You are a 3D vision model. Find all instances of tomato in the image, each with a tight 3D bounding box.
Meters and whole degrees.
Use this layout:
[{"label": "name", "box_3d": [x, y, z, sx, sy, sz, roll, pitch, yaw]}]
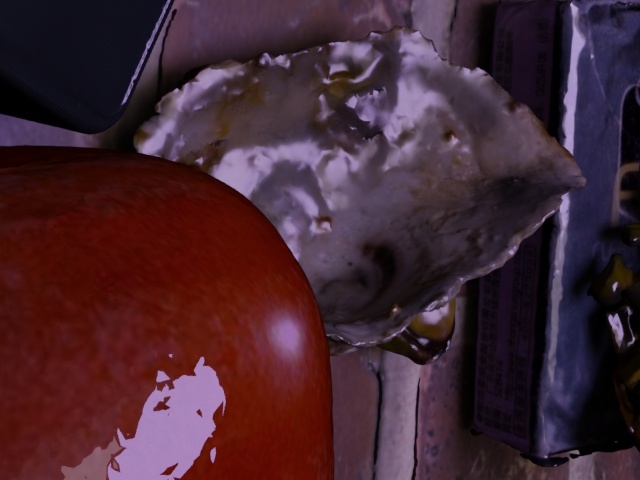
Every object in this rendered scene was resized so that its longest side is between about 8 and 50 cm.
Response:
[{"label": "tomato", "box_3d": [-0.153, 0.097, 0.487, 0.289, 0.325, 0.293, 1, 85, -54]}]

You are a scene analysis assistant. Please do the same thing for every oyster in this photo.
[{"label": "oyster", "box_3d": [-0.024, -0.014, 0.715, 0.396, 0.111, 0.204, -32, 85, -19]}]

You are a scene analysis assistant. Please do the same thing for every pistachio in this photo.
[{"label": "pistachio", "box_3d": [0.038, 0.017, 0.815, 0.089, 0.049, 0.173, -41, 111, -36]}]

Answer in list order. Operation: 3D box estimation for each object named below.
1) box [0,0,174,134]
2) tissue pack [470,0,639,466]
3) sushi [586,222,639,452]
[{"label": "box", "box_3d": [-0.154, -0.146, 0.547, 0.145, 0.090, 0.201, -67, 155, -11]}, {"label": "tissue pack", "box_3d": [0.245, -0.016, 0.944, 0.259, 0.122, 0.362, -3, 101, -38]}, {"label": "sushi", "box_3d": [0.309, 0.075, 0.847, 0.296, 0.167, 0.179, -52, 137, -4]}]
